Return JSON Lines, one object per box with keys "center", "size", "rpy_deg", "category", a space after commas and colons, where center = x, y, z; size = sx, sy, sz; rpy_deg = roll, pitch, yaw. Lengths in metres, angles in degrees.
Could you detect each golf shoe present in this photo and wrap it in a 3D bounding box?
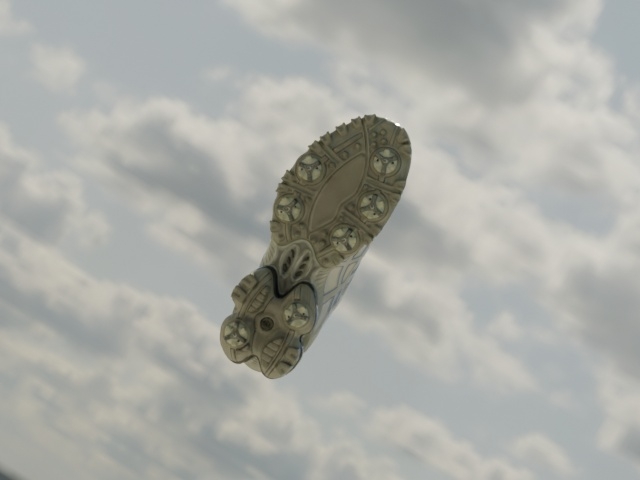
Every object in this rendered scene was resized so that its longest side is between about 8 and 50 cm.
{"center": [0.000, 0.000, 1.185], "size": [0.069, 0.176, 0.086], "rpy_deg": [34, 9, 9], "category": "golf shoe"}
